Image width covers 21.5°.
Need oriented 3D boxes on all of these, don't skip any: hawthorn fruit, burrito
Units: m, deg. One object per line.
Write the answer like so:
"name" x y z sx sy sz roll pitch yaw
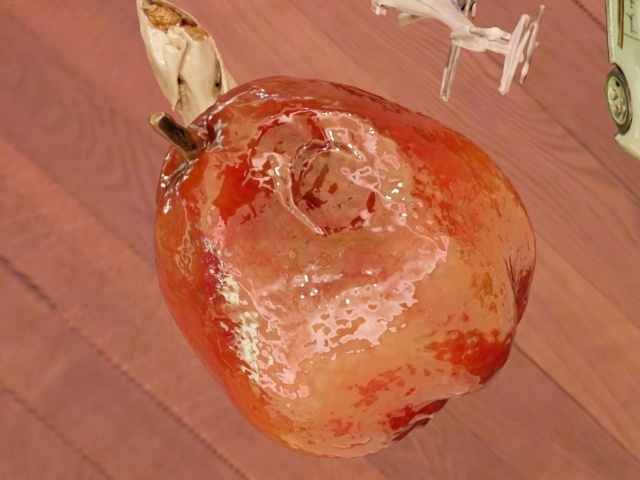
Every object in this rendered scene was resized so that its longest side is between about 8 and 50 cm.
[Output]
"hawthorn fruit" 0.000 0.000 1.003 0.224 0.224 0.261 -45 107 4
"burrito" -0.096 -0.100 1.729 0.076 0.117 0.392 -30 140 -4

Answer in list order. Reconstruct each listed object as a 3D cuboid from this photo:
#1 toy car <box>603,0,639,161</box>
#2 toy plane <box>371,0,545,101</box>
"toy car" 0.294 -0.195 1.300 0.136 0.125 0.306 -11 109 -10
"toy plane" 0.086 -0.181 1.323 0.107 0.273 0.182 8 130 -13
